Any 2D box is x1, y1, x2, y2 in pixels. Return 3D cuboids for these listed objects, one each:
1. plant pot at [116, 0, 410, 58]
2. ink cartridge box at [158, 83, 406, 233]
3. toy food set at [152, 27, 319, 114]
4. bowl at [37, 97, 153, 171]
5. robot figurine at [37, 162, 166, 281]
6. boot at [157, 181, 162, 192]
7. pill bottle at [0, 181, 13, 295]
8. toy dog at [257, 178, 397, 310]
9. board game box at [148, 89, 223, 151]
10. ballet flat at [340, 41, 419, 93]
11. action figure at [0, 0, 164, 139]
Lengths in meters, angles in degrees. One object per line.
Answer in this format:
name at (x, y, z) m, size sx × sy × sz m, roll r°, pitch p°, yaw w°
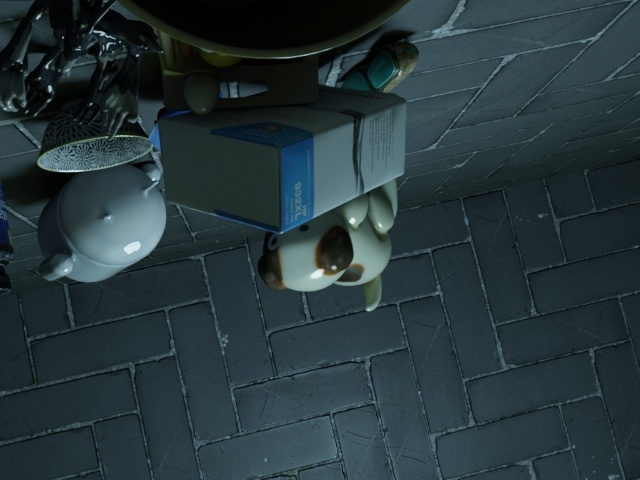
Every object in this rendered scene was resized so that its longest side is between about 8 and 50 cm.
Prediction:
plant pot at (-0.060, -0.247, 0.596) m, size 0.256 × 0.256 × 0.274 m, roll -12°, pitch -171°, yaw -10°
ink cartridge box at (-0.046, -0.134, 1.225) m, size 0.223 × 0.129 × 0.307 m, roll 15°, pitch -153°, yaw 34°
toy food set at (-0.095, -0.227, 1.036) m, size 0.219 × 0.092 × 0.306 m, roll -4°, pitch 172°, yaw -7°
bowl at (-0.340, -0.164, 1.245) m, size 0.170 × 0.080 × 0.170 m, roll -12°, pitch 173°, yaw -2°
robot figurine at (-0.426, -0.034, 1.622) m, size 0.353 × 0.200 × 0.300 m, roll -24°, pitch -153°, yaw 55°
boot at (-0.386, -0.075, 1.784) m, size 0.121 × 0.099 × 0.045 m, roll -16°, pitch 174°, yaw 33°
pill bottle at (-0.588, -0.013, 1.409) m, size 0.122 × 0.219 × 0.123 m, roll -13°, pitch 173°, yaw -2°
toy dog at (0.000, 0.000, 1.993) m, size 0.284 × 0.395 × 0.408 m, roll -7°, pitch -175°, yaw 24°
board game box at (-0.212, -0.198, 1.260) m, size 0.133 × 0.033 × 0.169 m, roll -45°, pitch 174°, yaw -3°
ballet flat at (0.099, -0.263, 1.351) m, size 0.067 × 0.073 × 0.206 m, roll -26°, pitch -178°, yaw -25°
action figure at (-0.268, -0.188, 0.919) m, size 0.164 × 0.141 × 0.275 m, roll 17°, pitch 168°, yaw -15°
